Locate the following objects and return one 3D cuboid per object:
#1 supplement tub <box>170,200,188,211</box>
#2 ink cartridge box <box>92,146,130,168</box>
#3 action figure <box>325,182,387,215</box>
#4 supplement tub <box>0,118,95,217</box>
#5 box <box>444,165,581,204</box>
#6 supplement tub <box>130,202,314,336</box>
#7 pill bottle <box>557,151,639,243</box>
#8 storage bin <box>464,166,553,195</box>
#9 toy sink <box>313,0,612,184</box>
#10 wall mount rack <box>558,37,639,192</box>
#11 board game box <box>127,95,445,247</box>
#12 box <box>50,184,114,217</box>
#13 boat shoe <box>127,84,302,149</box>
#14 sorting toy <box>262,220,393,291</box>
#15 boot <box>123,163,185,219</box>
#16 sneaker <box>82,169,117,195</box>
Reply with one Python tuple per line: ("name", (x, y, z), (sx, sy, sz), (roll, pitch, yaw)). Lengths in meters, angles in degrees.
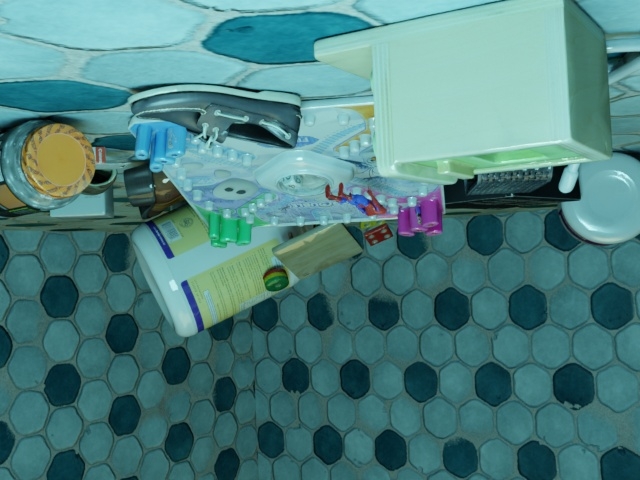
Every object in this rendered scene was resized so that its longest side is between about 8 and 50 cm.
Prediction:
("supplement tub", (-0.202, -0.024, 2.121), (0.316, 0.193, 0.193), (-3, 178, -4))
("ink cartridge box", (-0.359, -0.129, 1.351), (0.115, 0.029, 0.063), (-3, 178, -21))
("action figure", (0.055, -0.055, 1.186), (0.038, 0.030, 0.115), (-11, 157, 38))
("supplement tub", (-0.378, -0.093, 1.126), (0.117, 0.117, 0.190), (-1, 177, -43))
("box", (0.339, -0.115, 1.612), (0.184, 0.103, 0.261), (-9, 175, 41))
("supplement tub", (-0.178, 0.019, 1.710), (0.331, 0.241, 0.241), (-25, -176, -16))
("pill bottle", (0.590, -0.079, 1.808), (0.181, 0.181, 0.323), (-3, 178, 14))
("storage bin", (0.217, -0.121, 1.026), (0.084, 0.122, 0.180), (-3, 178, 5))
("toy sink", (0.128, -0.122, 0.786), (0.234, 0.131, 0.153), (-4, 177, 30))
("wall mount rack", (0.402, -0.131, 0.909), (0.350, 0.130, 0.304), (-2, 178, -4))
("board game box", (-0.023, -0.080, 1.232), (0.390, 0.050, 0.390), (-4, 160, 9))
("box", (-0.441, -0.085, 1.609), (0.101, 0.087, 0.102), (-2, 178, -3))
("boat shoe", (-0.114, -0.136, 0.981), (0.206, 0.065, 0.075), (-1, 178, -28))
("sorting toy", (0.000, 0.000, 1.563), (0.274, 0.046, 0.132), (-25, 150, 11))
("boot", (-0.201, -0.116, 1.582), (0.280, 0.096, 0.264), (-10, 171, -5))
("sneaker", (-0.435, -0.112, 1.472), (0.188, 0.066, 0.071), (-8, 165, -47))
